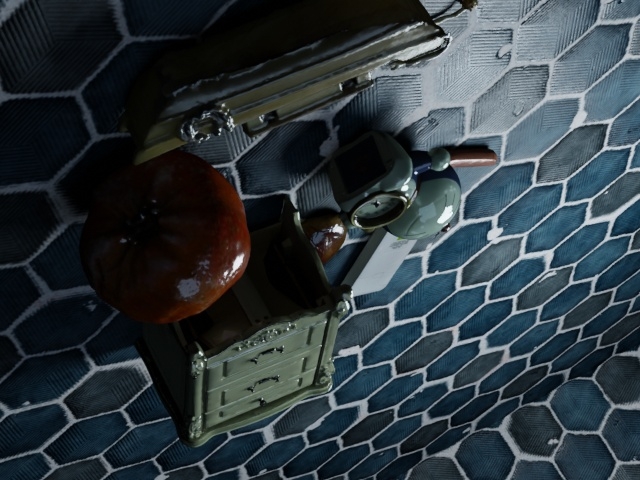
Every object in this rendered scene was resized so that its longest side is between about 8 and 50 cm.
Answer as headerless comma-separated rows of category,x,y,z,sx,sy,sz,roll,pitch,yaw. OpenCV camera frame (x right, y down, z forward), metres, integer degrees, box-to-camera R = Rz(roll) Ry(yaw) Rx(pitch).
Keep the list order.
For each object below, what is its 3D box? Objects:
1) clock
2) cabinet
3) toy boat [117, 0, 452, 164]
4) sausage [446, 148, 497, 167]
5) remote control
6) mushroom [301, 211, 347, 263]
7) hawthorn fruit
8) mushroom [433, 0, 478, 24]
clock,0.133,-0.088,1.955,0.199,0.146,0.243,-36,149,21
cabinet,-0.132,0.137,1.967,0.290,0.227,0.318,-20,151,-20
toy boat,-0.055,-0.222,1.563,0.445,0.136,0.162,-22,148,-7
sausage,0.261,-0.146,2.112,0.147,0.030,0.035,-7,145,-40
remote control,0.125,0.018,2.245,0.103,0.034,0.250,-12,148,-34
mushroom,0.000,0.000,2.067,0.123,0.052,0.123,-30,153,-17
hawthorn fruit,-0.206,0.005,1.676,0.242,0.242,0.271,-34,164,5
mushroom,0.102,-0.288,1.719,0.286,0.026,0.028,-25,137,-9
